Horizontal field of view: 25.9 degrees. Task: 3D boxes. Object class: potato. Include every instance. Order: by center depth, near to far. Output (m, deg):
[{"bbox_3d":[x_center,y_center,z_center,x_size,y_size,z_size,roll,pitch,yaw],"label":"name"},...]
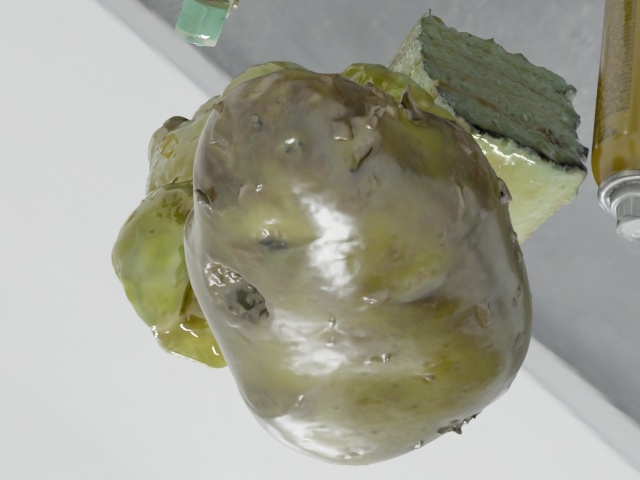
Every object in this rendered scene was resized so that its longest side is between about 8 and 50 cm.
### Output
[{"bbox_3d":[0.021,0.013,0.807,0.296,0.192,0.141,68,-169,-46],"label":"potato"}]

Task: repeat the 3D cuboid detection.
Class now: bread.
[{"bbox_3d":[0.158,-0.092,1.696,0.239,0.264,0.395,30,-156,-9],"label":"bread"}]

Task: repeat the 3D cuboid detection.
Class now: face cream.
[{"bbox_3d":[0.343,-0.154,1.464,0.105,0.348,0.105,9,148,6],"label":"face cream"}]

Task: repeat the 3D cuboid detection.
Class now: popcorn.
[{"bbox_3d":[0.000,-0.013,1.211,0.334,0.293,0.292,1,-177,4],"label":"popcorn"}]

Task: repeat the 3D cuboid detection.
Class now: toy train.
[{"bbox_3d":[-0.131,-0.353,1.812,0.081,0.125,0.194,18,122,-8],"label":"toy train"}]
